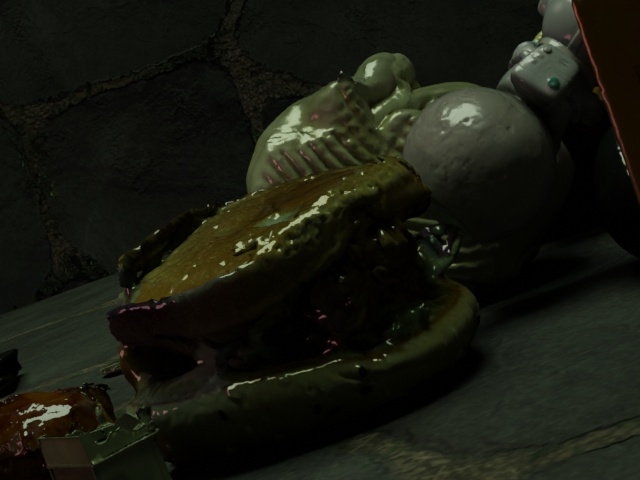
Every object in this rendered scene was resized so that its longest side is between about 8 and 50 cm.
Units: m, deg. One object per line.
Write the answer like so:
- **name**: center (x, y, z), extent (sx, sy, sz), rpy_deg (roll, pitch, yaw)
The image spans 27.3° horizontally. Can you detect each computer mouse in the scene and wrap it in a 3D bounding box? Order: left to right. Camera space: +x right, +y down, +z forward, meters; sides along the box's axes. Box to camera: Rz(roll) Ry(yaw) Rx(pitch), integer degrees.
- **computer mouse**: center (0.299, -0.044, 1.201), extent (0.088, 0.147, 0.264), rpy_deg (-40, -3, 30)

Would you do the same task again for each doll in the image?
- **doll**: center (0.200, -0.132, 1.215), extent (0.287, 0.151, 0.151), rpy_deg (-49, 10, -6)

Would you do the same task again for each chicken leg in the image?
- **chicken leg**: center (-0.313, 0.192, 1.176), extent (0.304, 0.093, 0.113), rpy_deg (-13, -4, 26)

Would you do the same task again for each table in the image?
- **table**: center (-0.151, 0.168, 0.956), extent (0.062, 0.083, 0.079), rpy_deg (-25, 7, -38)

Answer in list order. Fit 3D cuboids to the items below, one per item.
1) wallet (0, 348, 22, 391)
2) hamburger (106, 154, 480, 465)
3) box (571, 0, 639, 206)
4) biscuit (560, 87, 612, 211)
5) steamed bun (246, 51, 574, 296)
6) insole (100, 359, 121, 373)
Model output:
- **wallet**: center (-0.616, 0.249, 1.904), extent (0.377, 0.051, 0.197), rpy_deg (-22, 5, -8)
- **hamburger**: center (-0.015, 0.046, 1.097), extent (0.277, 0.195, 0.318), rpy_deg (-13, 11, 29)
- **box**: center (0.310, -0.093, 0.960), extent (0.116, 0.264, 0.415), rpy_deg (-19, 5, 26)
- **biscuit**: center (0.269, -0.111, 1.562), extent (0.289, 0.081, 0.334), rpy_deg (-8, -19, 2)
- **steamed bun**: center (0.087, -0.045, 1.376), extent (0.320, 0.275, 0.206), rpy_deg (16, -6, 1)
- **insole**: center (-0.178, 0.129, 1.746), extent (0.248, 0.011, 0.081), rpy_deg (-22, 5, -28)
